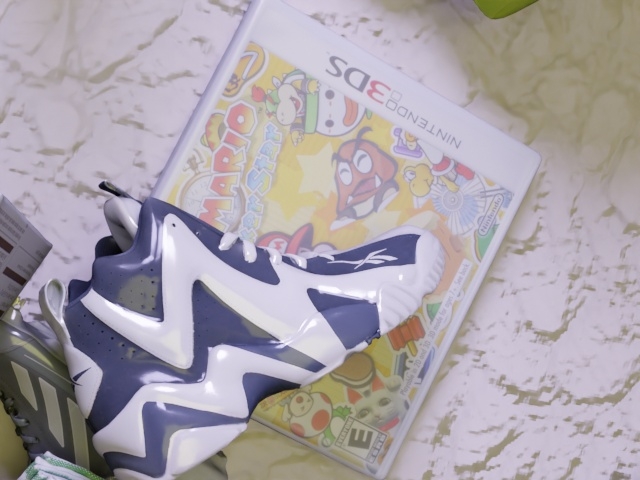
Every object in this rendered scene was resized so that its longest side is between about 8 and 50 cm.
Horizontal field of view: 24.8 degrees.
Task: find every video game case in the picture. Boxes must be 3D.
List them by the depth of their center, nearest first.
[{"bbox_3d":[0.000,0.000,0.871,0.206,0.026,0.227,29,84,-16],"label":"video game case"}]

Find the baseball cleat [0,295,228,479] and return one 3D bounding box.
[{"bbox_3d":[-0.150,0.108,0.806,0.206,0.072,0.109,37,85,-13],"label":"baseball cleat"}]

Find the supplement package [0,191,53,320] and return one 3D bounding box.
[{"bbox_3d":[-0.280,-0.020,0.662,0.262,0.204,0.145,34,82,0],"label":"supplement package"}]

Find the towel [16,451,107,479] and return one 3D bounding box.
[{"bbox_3d":[-0.147,0.194,0.797,0.113,0.023,0.152,31,107,-26],"label":"towel"}]

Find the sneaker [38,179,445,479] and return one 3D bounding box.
[{"bbox_3d":[-0.049,0.014,0.792,0.235,0.094,0.153,-33,90,-23],"label":"sneaker"}]

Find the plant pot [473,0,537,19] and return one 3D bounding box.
[{"bbox_3d":[0.166,-0.286,0.790,0.228,0.207,0.227,-38,102,-29],"label":"plant pot"}]
